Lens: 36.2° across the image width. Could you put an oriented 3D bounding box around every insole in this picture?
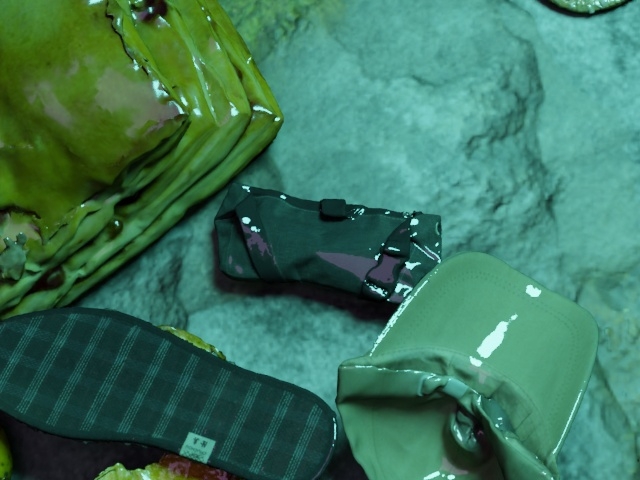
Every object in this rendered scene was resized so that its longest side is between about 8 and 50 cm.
[{"bbox_3d":[-0.132,0.116,0.736,0.309,0.012,0.110,16,68,21],"label":"insole"}]

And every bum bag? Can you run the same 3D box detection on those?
[{"bbox_3d":[0.000,0.000,0.791,0.197,0.049,0.087,9,70,17],"label":"bum bag"}]

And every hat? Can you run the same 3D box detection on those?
[{"bbox_3d":[0.116,0.114,0.727,0.166,0.144,0.173,31,38,18],"label":"hat"}]

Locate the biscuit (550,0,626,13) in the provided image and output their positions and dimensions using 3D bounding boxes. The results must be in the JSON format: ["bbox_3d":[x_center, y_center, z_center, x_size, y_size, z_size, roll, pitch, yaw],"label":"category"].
[{"bbox_3d":[0.230,-0.246,0.829,0.120,0.015,0.120,-5,71,13],"label":"biscuit"}]

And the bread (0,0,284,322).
[{"bbox_3d":[-0.222,-0.115,0.821,0.324,0.167,0.277,-32,68,1],"label":"bread"}]

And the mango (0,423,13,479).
[{"bbox_3d":[-0.298,0.173,0.811,0.079,0.057,0.114,-46,60,1],"label":"mango"}]

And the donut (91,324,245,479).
[{"bbox_3d":[-0.118,0.162,0.758,0.146,0.078,0.181,7,68,15],"label":"donut"}]
